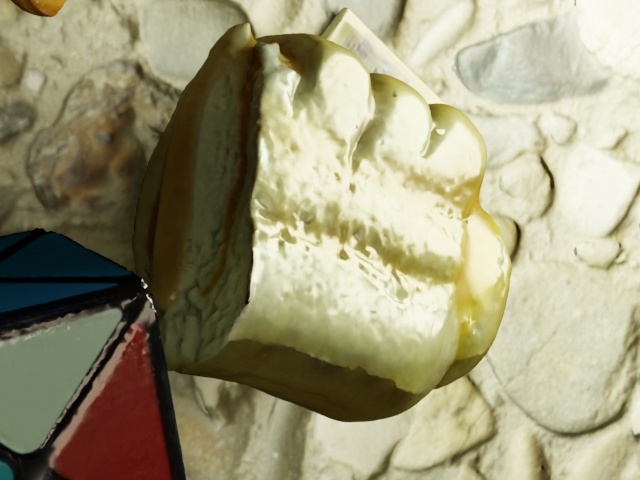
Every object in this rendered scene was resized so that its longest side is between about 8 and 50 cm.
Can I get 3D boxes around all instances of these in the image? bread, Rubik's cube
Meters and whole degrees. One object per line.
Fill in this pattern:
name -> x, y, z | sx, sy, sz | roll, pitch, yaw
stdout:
bread -> 0.000, 0.000, 1.684 | 0.341, 0.210, 0.301 | 16, 74, -39
Rubik's cube -> -0.266, 0.147, 1.557 | 0.248, 0.246, 0.250 | -16, 108, -23

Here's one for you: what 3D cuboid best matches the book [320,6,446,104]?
book -> 0.036, -0.089, 1.808 | 0.192, 0.013, 0.168 | 41, 80, -30

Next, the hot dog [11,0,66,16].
hot dog -> -0.259, -0.306, 1.566 | 0.115, 0.072, 0.269 | -34, 113, -18
